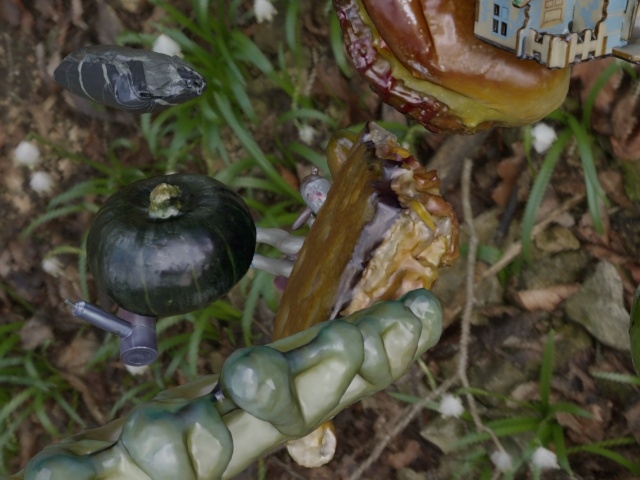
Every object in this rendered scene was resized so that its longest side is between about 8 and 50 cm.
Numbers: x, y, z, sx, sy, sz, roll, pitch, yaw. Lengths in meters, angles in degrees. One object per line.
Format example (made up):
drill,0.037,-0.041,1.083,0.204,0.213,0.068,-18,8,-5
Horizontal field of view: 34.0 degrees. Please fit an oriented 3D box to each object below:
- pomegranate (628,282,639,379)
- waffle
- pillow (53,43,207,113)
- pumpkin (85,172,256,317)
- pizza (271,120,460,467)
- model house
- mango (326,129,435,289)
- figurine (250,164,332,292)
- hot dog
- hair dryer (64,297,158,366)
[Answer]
pomegranate,0.376,0.067,0.944,0.211,0.211,0.263,-32,26,10
waffle,-0.087,0.119,0.578,0.309,0.291,0.056,-32,81,41
pillow,-0.307,-0.258,1.645,0.335,0.161,0.093,20,114,51
pumpkin,-0.146,0.001,1.023,0.167,0.125,0.167,-17,18,5
pizza,0.042,0.027,1.054,0.278,0.114,0.409,-45,26,46
model house,0.286,-0.292,1.008,0.271,0.207,0.178,-14,30,-26
mango,0.093,-0.045,1.470,0.111,0.133,0.268,-25,73,-8
figurine,0.007,0.006,1.397,0.260,0.102,0.205,10,93,37
hot dog,0.113,-0.298,1.161,0.223,0.405,0.185,-23,8,-20
hair dryer,-0.205,0.075,1.017,0.037,0.114,0.063,-30,51,24
